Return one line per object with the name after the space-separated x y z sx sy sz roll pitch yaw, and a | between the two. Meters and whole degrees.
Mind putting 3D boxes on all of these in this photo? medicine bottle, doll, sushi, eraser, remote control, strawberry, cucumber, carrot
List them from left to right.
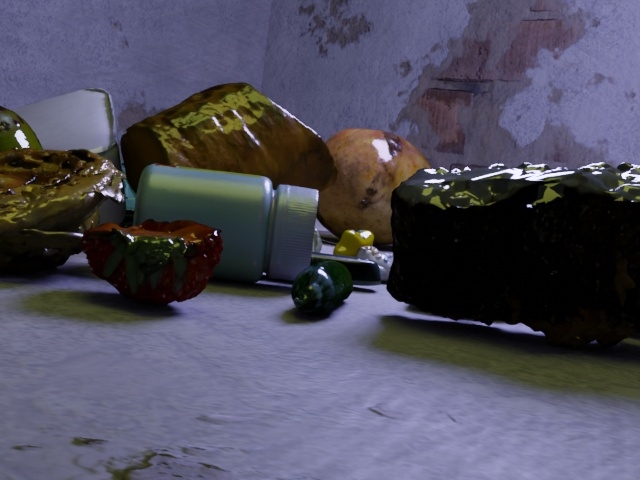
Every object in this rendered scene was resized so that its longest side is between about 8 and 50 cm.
-0.441 -0.125 1.740 0.331 0.149 0.331 -3 27 1 | eraser
-0.176 0.022 1.056 0.192 0.085 0.140 4 9 37 | strawberry
-0.161 -0.131 1.703 0.341 0.241 0.241 -29 27 -36 | carrot
-0.122 -0.019 1.322 0.226 0.139 0.139 7 4 -3 | medicine bottle
-0.026 0.035 1.420 0.222 0.042 0.072 8 2 0 | remote control
0.004 0.052 1.173 0.056 0.056 0.250 8 4 9 | cucumber
0.072 0.035 1.552 0.113 0.071 0.135 26 13 6 | doll
0.243 0.017 1.136 0.349 0.207 0.234 3 15 9 | sushi

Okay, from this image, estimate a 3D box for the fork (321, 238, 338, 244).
0.000 -0.001 2.165 0.115 0.012 0.016 12 13 40 | fork

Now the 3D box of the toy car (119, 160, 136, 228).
-0.363 -0.083 1.947 0.141 0.097 0.320 5 20 -23 | toy car

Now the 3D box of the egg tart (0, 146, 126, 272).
-0.356 -0.024 1.201 0.297 0.132 0.297 -3 15 1 | egg tart

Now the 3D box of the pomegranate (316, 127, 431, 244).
0.105 -0.113 2.231 0.281 0.281 0.281 7 4 -1 | pomegranate

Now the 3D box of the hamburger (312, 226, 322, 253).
-0.056 -0.007 1.664 0.121 0.084 0.054 8 5 28 | hamburger

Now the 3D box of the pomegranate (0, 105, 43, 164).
-0.489 -0.087 1.405 0.198 0.198 0.246 9 29 25 | pomegranate
